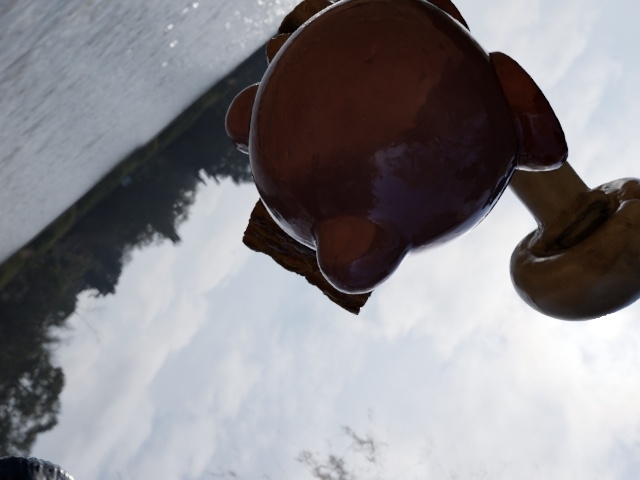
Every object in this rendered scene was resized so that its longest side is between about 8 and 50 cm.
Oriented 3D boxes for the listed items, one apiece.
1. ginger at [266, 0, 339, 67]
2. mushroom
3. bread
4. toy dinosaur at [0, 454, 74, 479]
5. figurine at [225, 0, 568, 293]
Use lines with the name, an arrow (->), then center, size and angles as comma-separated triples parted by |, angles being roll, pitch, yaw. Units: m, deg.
ginger -> 0.019, -0.168, 0.948 | 0.130, 0.276, 0.221 | -10, -124, 28
mushroom -> 0.420, -0.029, 1.207 | 0.293, 0.290, 0.292 | -37, -171, 7
bread -> 0.000, 0.000, 1.396 | 0.114, 0.275, 0.184 | -54, 175, -45
toy dinosaur -> -0.186, 0.164, 0.388 | 0.076, 0.329, 0.144 | 28, -112, 34
figurine -> 0.036, -0.065, 0.458 | 0.173, 0.173, 0.173 | -37, -165, 11
